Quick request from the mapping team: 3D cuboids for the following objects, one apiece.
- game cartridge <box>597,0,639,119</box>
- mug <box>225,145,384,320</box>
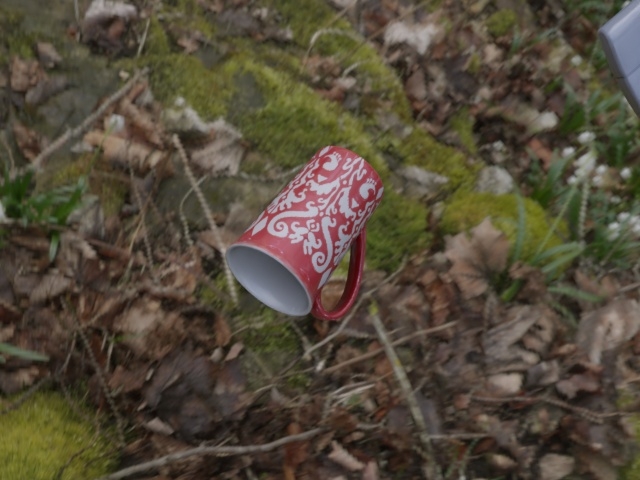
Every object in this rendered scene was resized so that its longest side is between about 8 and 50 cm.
[{"bbox_3d":[0.492,-0.193,1.424,0.198,0.062,0.297,-42,97,2],"label":"game cartridge"},{"bbox_3d":[-0.008,-0.004,1.286,0.113,0.150,0.169,21,59,28],"label":"mug"}]
